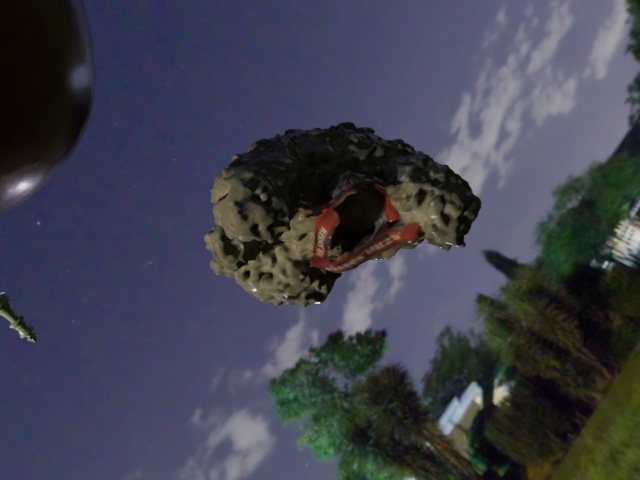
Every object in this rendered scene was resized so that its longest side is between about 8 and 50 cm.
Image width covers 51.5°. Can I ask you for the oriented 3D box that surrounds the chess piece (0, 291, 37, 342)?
[{"bbox_3d":[-0.759,0.199,1.652,0.059,0.059,0.149,-45,-62,-22],"label":"chess piece"}]

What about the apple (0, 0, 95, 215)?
[{"bbox_3d":[-0.232,-0.102,0.337,0.201,0.218,0.218,-22,-44,-41],"label":"apple"}]

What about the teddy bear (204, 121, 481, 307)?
[{"bbox_3d":[0.000,0.000,0.973,0.358,0.224,0.367,-1,-41,-18],"label":"teddy bear"}]
